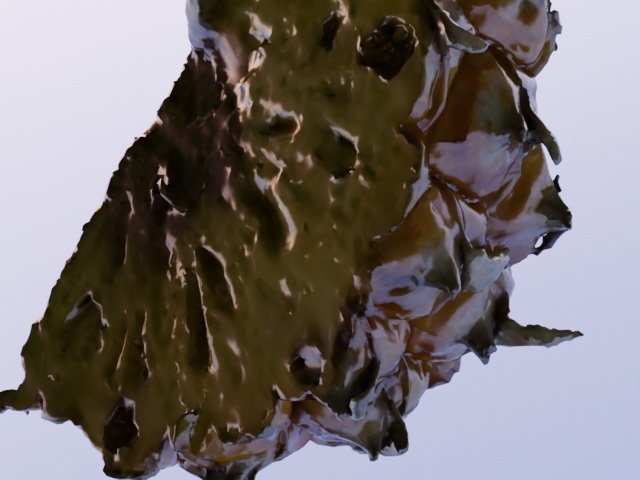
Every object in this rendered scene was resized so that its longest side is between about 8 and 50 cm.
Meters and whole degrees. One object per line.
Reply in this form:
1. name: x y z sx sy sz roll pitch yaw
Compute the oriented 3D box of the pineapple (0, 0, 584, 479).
1. pineapple: 0.001 0.000 0.434 0.135 0.233 0.079 42 -149 25
